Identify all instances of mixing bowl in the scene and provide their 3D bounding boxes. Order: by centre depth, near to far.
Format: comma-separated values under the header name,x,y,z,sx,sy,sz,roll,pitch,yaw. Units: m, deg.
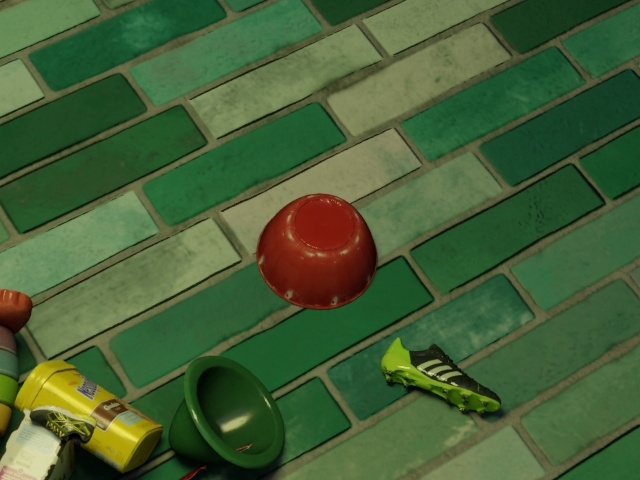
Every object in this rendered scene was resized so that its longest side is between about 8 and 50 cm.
name,x,y,z,sx,sy,sz,roll,pitch,yaw
mixing bowl,0.000,0.000,1.955,0.182,0.098,0.181,3,61,-5

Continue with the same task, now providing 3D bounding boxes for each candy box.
name,x,y,z,sx,sy,sz,roll,pitch,yaw
candy box,-0.386,0.348,1.675,0.071,0.159,0.233,21,61,2

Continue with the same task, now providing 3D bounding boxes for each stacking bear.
name,x,y,z,sx,sy,sz,roll,pitch,yaw
stacking bear,-0.474,0.219,1.742,0.176,0.164,0.288,4,71,-5

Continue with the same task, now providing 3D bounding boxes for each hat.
name,x,y,z,sx,sy,sz,roll,pitch,yaw
hat,-0.179,0.276,1.819,0.208,0.183,0.173,-3,58,-57

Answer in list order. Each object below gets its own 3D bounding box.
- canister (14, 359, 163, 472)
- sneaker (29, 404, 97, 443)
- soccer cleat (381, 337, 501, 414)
name,x,y,z,sx,sy,sz,roll,pitch,yaw
canister,-0.302,0.233,1.773,0.170,0.126,0.073,31,92,8
sneaker,-0.317,0.226,1.644,0.083,0.031,0.035,12,56,-4
soccer cleat,0.174,0.188,1.891,0.179,0.060,0.072,20,59,8
